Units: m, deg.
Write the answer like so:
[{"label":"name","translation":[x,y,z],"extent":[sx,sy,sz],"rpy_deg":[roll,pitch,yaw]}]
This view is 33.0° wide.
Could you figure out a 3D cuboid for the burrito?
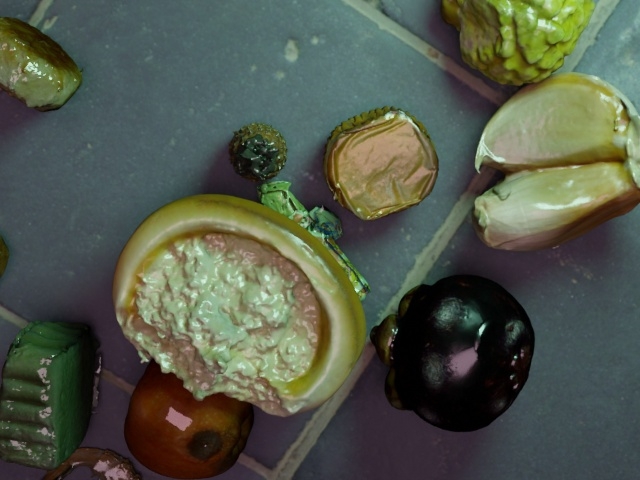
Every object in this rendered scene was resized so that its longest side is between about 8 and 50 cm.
[{"label":"burrito","translation":[0.000,0.000,1.897],"extent":[0.104,0.054,0.288],"rpy_deg":[-37,97,16]}]

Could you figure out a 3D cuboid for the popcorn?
[{"label":"popcorn","translation":[0.327,-0.385,1.780],"extent":[0.212,0.259,0.259],"rpy_deg":[-15,100,-24]}]

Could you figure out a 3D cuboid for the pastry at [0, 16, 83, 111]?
[{"label":"pastry","translation":[-0.478,-0.290,1.775],"extent":[0.182,0.192,0.093],"rpy_deg":[40,102,0]}]

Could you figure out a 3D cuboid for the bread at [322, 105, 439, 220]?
[{"label":"bread","translation":[0.101,-0.137,1.861],"extent":[0.199,0.104,0.199],"rpy_deg":[0,103,0]}]

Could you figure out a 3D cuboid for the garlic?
[{"label":"garlic","translation":[0.403,-0.119,1.820],"extent":[0.313,0.249,0.286],"rpy_deg":[-16,116,21]}]

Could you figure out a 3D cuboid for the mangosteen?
[{"label":"mangosteen","translation":[0.224,0.187,1.858],"extent":[0.233,0.288,0.287],"rpy_deg":[-2,100,-30]}]

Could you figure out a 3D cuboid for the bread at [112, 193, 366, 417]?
[{"label":"bread","translation":[-0.134,0.113,1.806],"extent":[0.424,0.245,0.328],"rpy_deg":[29,81,1]}]

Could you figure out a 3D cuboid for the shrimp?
[{"label":"shrimp","translation":[-0.448,0.474,1.968],"extent":[0.253,0.058,0.173],"rpy_deg":[-22,91,-1]}]

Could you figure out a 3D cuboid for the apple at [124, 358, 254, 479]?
[{"label":"apple","translation":[-0.219,0.294,1.857],"extent":[0.230,0.230,0.229],"rpy_deg":[0,99,-1]}]

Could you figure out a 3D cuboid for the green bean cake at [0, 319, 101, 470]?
[{"label":"green bean cake","translation":[-0.463,0.255,1.853],"extent":[0.125,0.222,0.227],"rpy_deg":[11,100,7]}]

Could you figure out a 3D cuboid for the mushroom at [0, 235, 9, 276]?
[{"label":"mushroom","translation":[-0.608,0.031,1.886],"extent":[0.127,0.087,0.127],"rpy_deg":[-1,77,5]}]

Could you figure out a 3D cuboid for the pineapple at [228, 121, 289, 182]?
[{"label":"pineapple","translation":[-0.109,-0.142,1.806],"extent":[0.108,0.197,0.108],"rpy_deg":[0,101,2]}]
